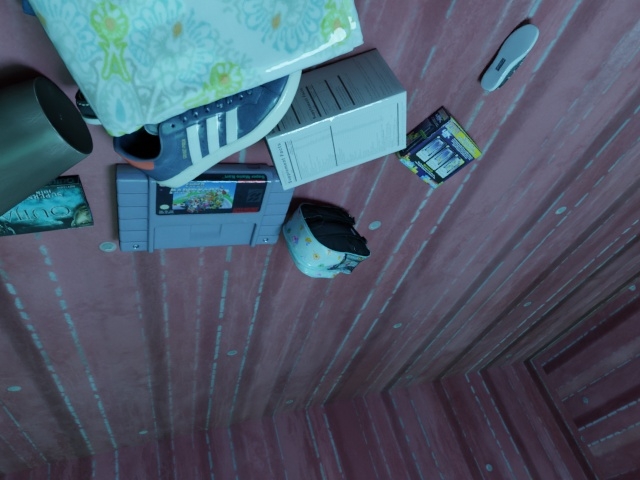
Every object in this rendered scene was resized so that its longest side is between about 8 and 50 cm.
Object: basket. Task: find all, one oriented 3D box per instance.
[{"bbox_3d":[-0.483,-0.137,0.716,0.227,0.154,0.204,-25,147,1],"label":"basket"}]

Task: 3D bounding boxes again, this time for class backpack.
[{"bbox_3d":[0.000,0.000,1.120,0.144,0.166,0.188,-39,149,25],"label":"backpack"}]

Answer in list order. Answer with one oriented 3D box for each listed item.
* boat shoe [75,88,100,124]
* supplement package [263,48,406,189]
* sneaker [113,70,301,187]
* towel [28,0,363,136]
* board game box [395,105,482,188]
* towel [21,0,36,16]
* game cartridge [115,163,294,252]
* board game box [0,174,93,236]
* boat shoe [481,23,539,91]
[{"bbox_3d":[-0.230,-0.274,0.688,0.302,0.114,0.091,-31,147,-5],"label":"boat shoe"},{"bbox_3d":[0.016,-0.216,0.852,0.244,0.134,0.139,-19,146,-4],"label":"supplement package"},{"bbox_3d":[-0.193,-0.210,0.758,0.350,0.131,0.148,-32,146,23],"label":"sneaker"},{"bbox_3d":[-0.157,-0.327,0.555,0.374,0.090,0.320,-19,120,0],"label":"towel"},{"bbox_3d":[0.266,-0.205,1.075,0.141,0.048,0.170,-38,141,22],"label":"board game box"},{"bbox_3d":[-0.331,-0.322,0.633,0.119,0.029,0.067,1,141,-29],"label":"towel"},{"bbox_3d":[-0.242,-0.067,1.011,0.355,0.068,0.230,-3,147,-22],"label":"game cartridge"},{"bbox_3d":[-0.542,-0.063,0.894,0.186,0.026,0.126,-8,144,-16],"label":"board game box"},{"bbox_3d":[0.371,-0.355,0.924,0.040,0.049,0.142,-15,153,-41],"label":"boat shoe"}]
